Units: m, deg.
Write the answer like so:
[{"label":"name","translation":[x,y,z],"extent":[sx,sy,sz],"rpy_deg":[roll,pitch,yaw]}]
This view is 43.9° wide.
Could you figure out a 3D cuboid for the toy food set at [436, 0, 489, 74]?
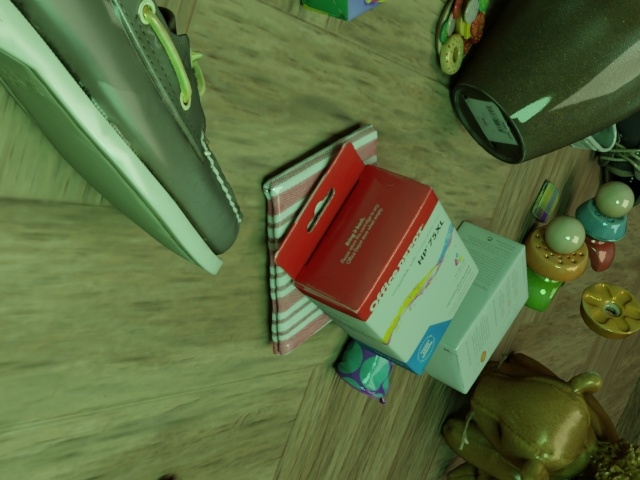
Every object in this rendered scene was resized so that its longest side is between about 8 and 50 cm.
[{"label":"toy food set","translation":[0.144,-0.216,0.809],"extent":[0.083,0.020,0.082],"rpy_deg":[-40,142,-34]}]

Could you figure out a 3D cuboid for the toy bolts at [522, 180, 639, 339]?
[{"label":"toy bolts","translation":[0.448,0.016,1.267],"extent":[0.228,0.218,0.158],"rpy_deg":[-47,160,-38]}]

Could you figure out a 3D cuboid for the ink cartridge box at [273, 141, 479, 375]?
[{"label":"ink cartridge box","translation":[0.062,0.024,0.754],"extent":[0.134,0.078,0.231],"rpy_deg":[-59,146,-11]}]

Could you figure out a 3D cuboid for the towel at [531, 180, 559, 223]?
[{"label":"towel","translation":[0.357,-0.060,1.257],"extent":[0.083,0.009,0.060],"rpy_deg":[19,96,-60]}]

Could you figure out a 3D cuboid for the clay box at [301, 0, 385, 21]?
[{"label":"clay box","translation":[0.071,-0.274,0.625],"extent":[0.222,0.053,0.127],"rpy_deg":[-38,141,-35]}]

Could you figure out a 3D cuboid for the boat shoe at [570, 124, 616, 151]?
[{"label":"boat shoe","translation":[0.356,-0.197,1.077],"extent":[0.096,0.088,0.267],"rpy_deg":[-56,149,-12]}]

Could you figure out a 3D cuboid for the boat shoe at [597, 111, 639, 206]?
[{"label":"boat shoe","translation":[0.549,-0.161,1.355],"extent":[0.130,0.132,0.355],"rpy_deg":[-57,147,-12]}]

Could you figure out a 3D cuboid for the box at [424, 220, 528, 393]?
[{"label":"box","translation":[0.187,0.086,1.031],"extent":[0.170,0.091,0.130],"rpy_deg":[-51,147,-21]}]

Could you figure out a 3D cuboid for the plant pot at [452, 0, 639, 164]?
[{"label":"plant pot","translation":[0.261,-0.194,0.853],"extent":[0.230,0.215,0.215],"rpy_deg":[-40,144,-10]}]

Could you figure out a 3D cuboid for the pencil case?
[{"label":"pencil case","translation":[0.079,0.103,0.902],"extent":[0.151,0.070,0.064],"rpy_deg":[-59,-169,-5]}]

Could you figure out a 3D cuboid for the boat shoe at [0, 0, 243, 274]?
[{"label":"boat shoe","translation":[-0.115,-0.095,0.423],"extent":[0.096,0.117,0.324],"rpy_deg":[-51,141,-14]}]

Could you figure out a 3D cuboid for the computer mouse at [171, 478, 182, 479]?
[{"label":"computer mouse","translation":[-0.178,0.290,0.679],"extent":[0.193,0.042,0.106],"rpy_deg":[-30,137,-43]}]

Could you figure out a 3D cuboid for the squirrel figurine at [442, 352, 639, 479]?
[{"label":"squirrel figurine","translation":[0.384,0.326,1.211],"extent":[0.281,0.397,0.370],"rpy_deg":[-50,156,-14]}]

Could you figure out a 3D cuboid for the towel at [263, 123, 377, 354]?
[{"label":"towel","translation":[0.000,0.000,0.751],"extent":[0.144,0.029,0.197],"rpy_deg":[-34,136,-40]}]
